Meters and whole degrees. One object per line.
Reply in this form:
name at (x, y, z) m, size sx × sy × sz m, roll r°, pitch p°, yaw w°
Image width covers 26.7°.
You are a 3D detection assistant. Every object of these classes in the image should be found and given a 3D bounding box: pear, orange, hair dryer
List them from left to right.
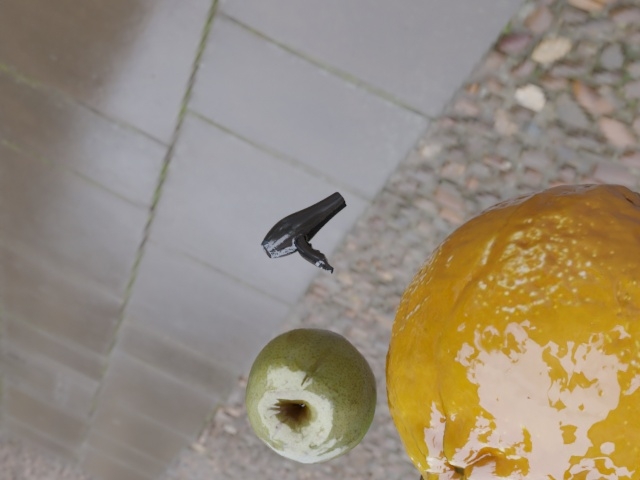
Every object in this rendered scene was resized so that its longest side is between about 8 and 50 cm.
pear at (-0.011, 0.184, 1.619) m, size 0.167 × 0.136 × 0.167 m, roll 10°, pitch 112°, yaw 26°
hair dryer at (0.000, 0.000, 1.088) m, size 0.083 × 0.079 × 0.031 m, roll 44°, pitch 164°, yaw 47°
orange at (0.215, 0.123, 1.171) m, size 0.340 × 0.293 × 0.341 m, roll 35°, pitch 146°, yaw 28°

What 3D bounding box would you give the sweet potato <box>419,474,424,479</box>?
sweet potato at (0.126, 0.272, 1.323) m, size 0.074 × 0.269 × 0.075 m, roll 14°, pitch 171°, yaw 2°
